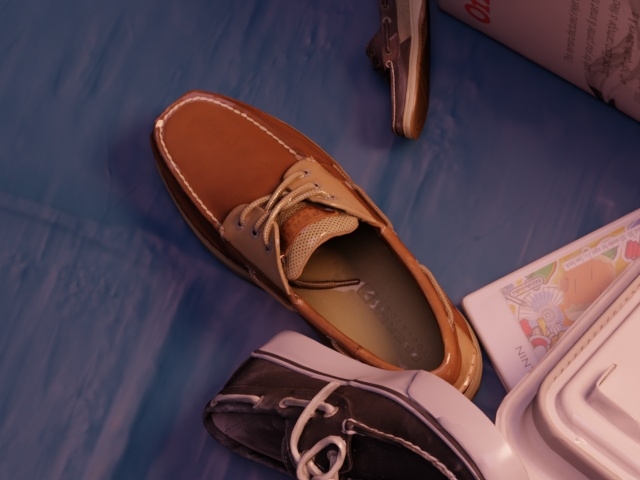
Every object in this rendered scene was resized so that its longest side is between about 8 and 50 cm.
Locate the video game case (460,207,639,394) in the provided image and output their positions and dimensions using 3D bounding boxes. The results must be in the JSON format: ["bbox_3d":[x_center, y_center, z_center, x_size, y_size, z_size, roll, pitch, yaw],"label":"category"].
[{"bbox_3d":[0.252,0.083,1.473,0.227,0.026,0.206,-27,73,-3],"label":"video game case"}]

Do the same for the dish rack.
[{"bbox_3d":[0.315,0.139,1.329,0.333,0.072,0.285,38,47,13],"label":"dish rack"}]

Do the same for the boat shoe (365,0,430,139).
[{"bbox_3d":[0.061,-0.149,1.547,0.049,0.056,0.152,-1,64,10],"label":"boat shoe"}]

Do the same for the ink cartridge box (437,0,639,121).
[{"bbox_3d":[0.282,-0.193,1.414,0.395,0.285,0.166,31,78,13],"label":"ink cartridge box"}]

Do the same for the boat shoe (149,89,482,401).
[{"bbox_3d":[0.000,0.000,1.472,0.324,0.120,0.122,43,82,15],"label":"boat shoe"}]

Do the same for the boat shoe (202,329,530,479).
[{"bbox_3d":[0.019,0.143,1.356,0.105,0.113,0.306,-37,33,-23],"label":"boat shoe"}]
